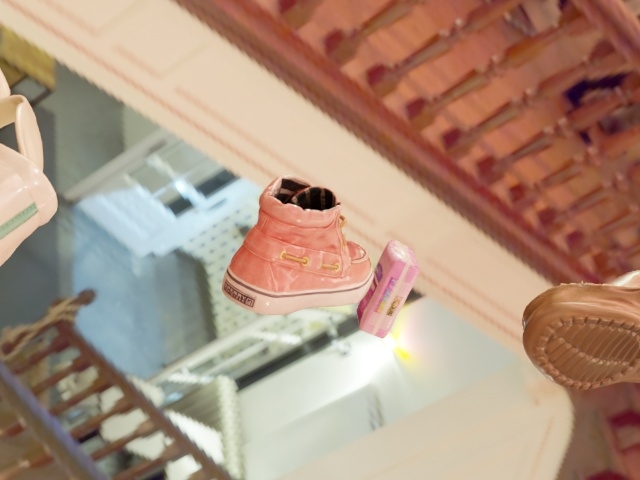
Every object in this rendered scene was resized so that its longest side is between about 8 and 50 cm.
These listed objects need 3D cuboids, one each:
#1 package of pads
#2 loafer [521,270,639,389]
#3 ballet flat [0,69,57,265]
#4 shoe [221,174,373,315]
[{"bbox_3d":[0.063,0.046,1.204,0.032,0.083,0.050,21,21,-11],"label":"package of pads"},{"bbox_3d":[0.154,0.045,0.665,0.148,0.056,0.050,13,37,-40],"label":"loafer"},{"bbox_3d":[-0.319,-0.098,1.115,0.139,0.139,0.400,36,8,-39],"label":"ballet flat"},{"bbox_3d":[0.000,0.000,0.906,0.063,0.081,0.178,30,18,23],"label":"shoe"}]
